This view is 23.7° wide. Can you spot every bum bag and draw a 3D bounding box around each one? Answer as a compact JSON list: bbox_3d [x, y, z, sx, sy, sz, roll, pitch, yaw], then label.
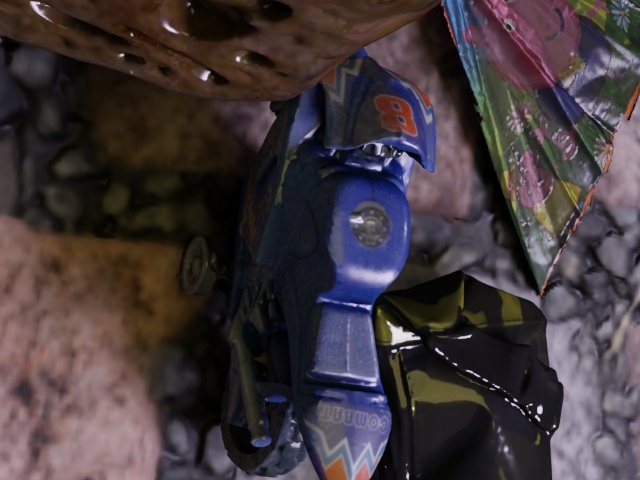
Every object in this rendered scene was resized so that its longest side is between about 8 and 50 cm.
[{"bbox_3d":[0.070,0.128,0.694,0.106,0.060,0.232,-9,100,-31],"label":"bum bag"}]

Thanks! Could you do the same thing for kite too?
[{"bbox_3d":[0.125,-0.141,0.745,0.234,0.016,0.321,28,81,-24],"label":"kite"}]

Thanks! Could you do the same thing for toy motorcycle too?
[{"bbox_3d":[0.000,0.000,0.634,0.076,0.114,0.205,12,82,-28],"label":"toy motorcycle"}]

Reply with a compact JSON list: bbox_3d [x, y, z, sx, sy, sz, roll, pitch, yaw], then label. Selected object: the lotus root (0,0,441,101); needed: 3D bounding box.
[{"bbox_3d":[-0.051,-0.188,0.506,0.316,0.316,0.250,10,85,-27],"label":"lotus root"}]
